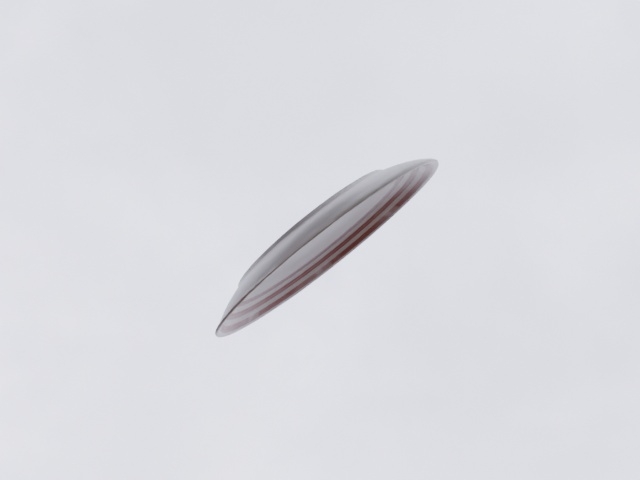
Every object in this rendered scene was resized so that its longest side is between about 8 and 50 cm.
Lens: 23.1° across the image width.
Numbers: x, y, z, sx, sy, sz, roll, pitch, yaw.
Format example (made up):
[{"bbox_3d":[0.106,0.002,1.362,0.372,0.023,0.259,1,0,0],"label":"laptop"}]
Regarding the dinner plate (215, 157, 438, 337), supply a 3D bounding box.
[{"bbox_3d":[0.000,0.000,0.784,0.017,0.141,0.141,50,-61,8],"label":"dinner plate"}]
